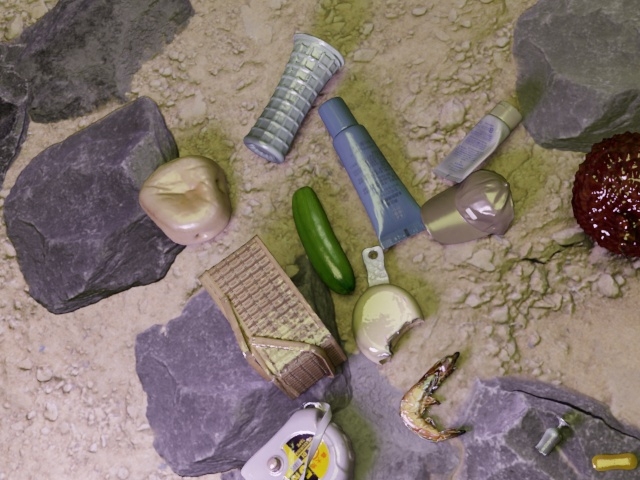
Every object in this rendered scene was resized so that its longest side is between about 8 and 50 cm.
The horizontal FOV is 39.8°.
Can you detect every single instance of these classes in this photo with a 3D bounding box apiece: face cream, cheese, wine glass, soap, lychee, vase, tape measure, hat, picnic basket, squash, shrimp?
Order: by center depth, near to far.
[{"bbox_3d":[0.596,0.449,1.791,0.089,0.012,0.034,-7,70,9],"label":"soap"},{"bbox_3d":[0.475,0.402,1.818,0.083,0.042,0.039,-50,40,-6],"label":"wine glass"},{"bbox_3d":[0.654,-0.090,1.836,0.264,0.264,0.300,11,49,15],"label":"lychee"},{"bbox_3d":[-0.027,0.467,1.852,0.236,0.120,0.197,-46,63,-1],"label":"tape measure"},{"bbox_3d":[0.266,0.342,1.880,0.148,0.035,0.195,42,90,24],"label":"shrimp"},{"bbox_3d":[-0.103,0.179,1.911,0.175,0.228,0.313,-37,68,-5],"label":"picnic basket"},{"bbox_3d":[0.121,0.142,1.963,0.163,0.071,0.249,-32,68,-1],"label":"cheese"},{"bbox_3d":[0.324,-0.080,1.975,0.173,0.144,0.166,-14,64,-21],"label":"hat"},{"bbox_3d":[-0.002,0.002,2.031,0.082,0.082,0.292,-26,67,1],"label":"squash"},{"bbox_3d":[0.365,-0.221,2.041,0.224,0.070,0.114,-47,30,-6],"label":"face cream"},{"bbox_3d":[0.112,-0.166,2.068,0.135,0.086,0.385,-25,72,-15],"label":"face cream"},{"bbox_3d":[-0.318,-0.105,2.115,0.235,0.117,0.218,22,75,14],"label":"cheese"},{"bbox_3d":[-0.071,-0.339,2.138,0.143,0.143,0.299,25,80,18],"label":"vase"}]
